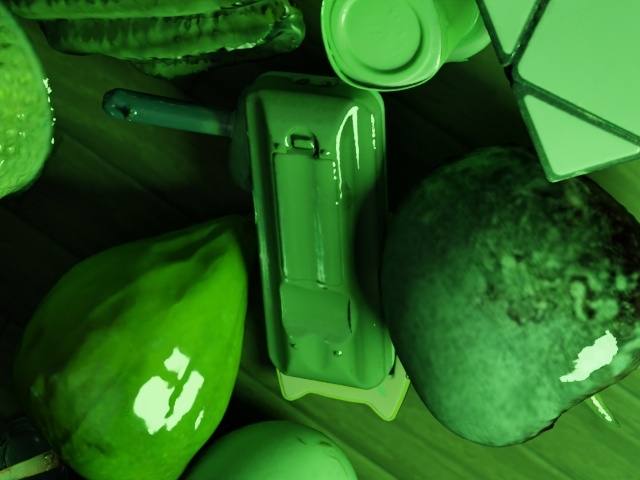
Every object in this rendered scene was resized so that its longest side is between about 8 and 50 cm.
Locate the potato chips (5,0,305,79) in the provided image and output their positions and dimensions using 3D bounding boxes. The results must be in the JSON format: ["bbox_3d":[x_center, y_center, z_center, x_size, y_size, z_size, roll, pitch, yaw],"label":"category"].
[{"bbox_3d":[-0.208,-0.280,1.531,0.429,0.070,0.358,8,143,42],"label":"potato chips"}]

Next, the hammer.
[{"bbox_3d":[-0.112,-0.112,1.631,0.194,0.069,0.116,10,122,-5],"label":"hammer"}]

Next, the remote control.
[{"bbox_3d":[0.000,0.000,1.609,0.128,0.065,0.335,7,127,16],"label":"remote control"}]

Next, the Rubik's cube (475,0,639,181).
[{"bbox_3d":[0.260,-0.197,1.407,0.207,0.205,0.205,-16,109,26],"label":"Rubik's cube"}]

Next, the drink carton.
[{"bbox_3d":[0.074,-0.204,1.504,0.144,0.142,0.146,-2,113,19],"label":"drink carton"}]

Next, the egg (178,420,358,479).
[{"bbox_3d":[-0.071,0.305,1.769,0.203,0.203,0.282,36,116,-1],"label":"egg"}]

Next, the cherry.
[{"bbox_3d":[0.182,0.055,1.555,0.255,0.218,0.296,-37,86,33],"label":"cherry"}]

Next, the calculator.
[{"bbox_3d":[0.029,0.062,1.715,0.157,0.033,0.236,12,116,14],"label":"calculator"}]

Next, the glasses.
[{"bbox_3d":[-0.421,0.278,1.845,0.234,0.268,0.118,-13,92,26],"label":"glasses"}]

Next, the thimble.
[{"bbox_3d":[-0.405,-0.128,1.667,0.271,0.150,0.271,18,126,27],"label":"thimble"}]

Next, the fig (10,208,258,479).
[{"bbox_3d":[-0.181,0.094,1.736,0.233,0.233,0.314,21,76,8],"label":"fig"}]
